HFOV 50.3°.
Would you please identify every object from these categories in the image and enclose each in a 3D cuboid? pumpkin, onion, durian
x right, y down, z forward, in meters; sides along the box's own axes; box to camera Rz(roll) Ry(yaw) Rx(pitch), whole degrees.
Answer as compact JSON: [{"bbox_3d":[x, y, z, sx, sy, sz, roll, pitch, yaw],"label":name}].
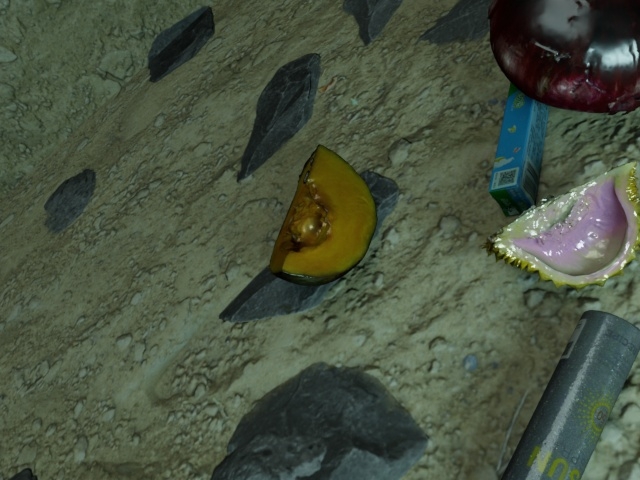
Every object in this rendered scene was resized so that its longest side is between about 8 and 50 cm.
[{"bbox_3d":[0.000,0.000,1.181,0.169,0.148,0.312,119,172,-47],"label":"pumpkin"},{"bbox_3d":[0.403,-0.329,0.990,0.314,0.232,0.314,-4,66,10],"label":"onion"},{"bbox_3d":[0.323,-0.020,0.884,0.182,0.132,0.165,-51,31,-4],"label":"durian"}]

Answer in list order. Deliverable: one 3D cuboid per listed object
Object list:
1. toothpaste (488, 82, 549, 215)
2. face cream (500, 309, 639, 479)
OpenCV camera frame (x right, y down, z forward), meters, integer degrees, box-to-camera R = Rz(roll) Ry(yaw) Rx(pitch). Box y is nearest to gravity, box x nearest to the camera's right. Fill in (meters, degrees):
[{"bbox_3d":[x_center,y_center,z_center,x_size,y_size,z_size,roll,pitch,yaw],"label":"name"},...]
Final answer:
[{"bbox_3d":[0.319,-0.164,1.072,0.050,0.065,0.266,-11,49,41],"label":"toothpaste"},{"bbox_3d":[0.271,0.211,0.760,0.073,0.073,0.283,15,66,47],"label":"face cream"}]
